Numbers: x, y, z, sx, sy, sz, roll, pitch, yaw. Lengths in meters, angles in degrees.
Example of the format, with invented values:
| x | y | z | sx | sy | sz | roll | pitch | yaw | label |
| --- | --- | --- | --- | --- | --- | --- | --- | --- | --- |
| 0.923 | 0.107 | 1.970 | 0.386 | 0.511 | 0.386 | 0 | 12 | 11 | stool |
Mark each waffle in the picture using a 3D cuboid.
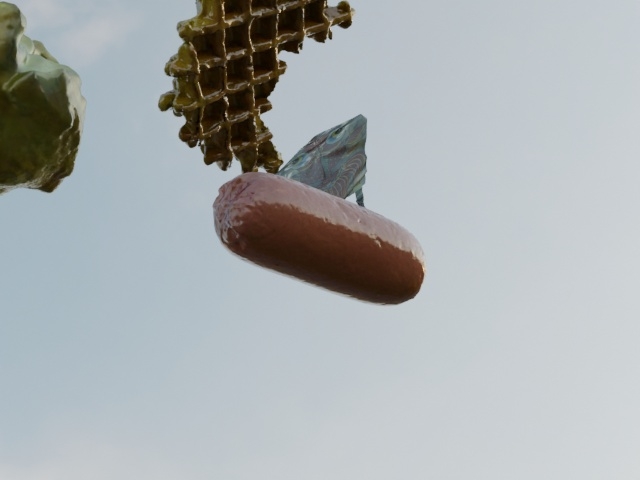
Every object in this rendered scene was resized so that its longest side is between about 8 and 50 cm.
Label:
| x | y | z | sx | sy | sz | roll | pitch | yaw | label |
| --- | --- | --- | --- | --- | --- | --- | --- | --- | --- |
| -0.088 | -0.230 | 1.486 | 0.260 | 0.069 | 0.293 | 27 | -91 | -52 | waffle |

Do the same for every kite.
| x | y | z | sx | sy | sz | roll | pitch | yaw | label |
| --- | --- | --- | --- | --- | --- | --- | --- | --- | --- |
| 0.010 | -0.036 | 1.237 | 0.127 | 0.229 | 0.016 | -35 | -52 | 22 | kite |

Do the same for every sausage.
| x | y | z | sx | sy | sz | roll | pitch | yaw | label |
| --- | --- | --- | --- | --- | --- | --- | --- | --- | --- |
| 0.000 | 0.000 | 0.784 | 0.154 | 0.062 | 0.062 | 20 | -49 | -33 | sausage |

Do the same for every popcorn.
| x | y | z | sx | sy | sz | roll | pitch | yaw | label |
| --- | --- | --- | --- | --- | --- | --- | --- | --- | --- |
| -0.413 | -0.145 | 1.430 | 0.276 | 0.276 | 0.225 | 0 | -14 | -13 | popcorn |
